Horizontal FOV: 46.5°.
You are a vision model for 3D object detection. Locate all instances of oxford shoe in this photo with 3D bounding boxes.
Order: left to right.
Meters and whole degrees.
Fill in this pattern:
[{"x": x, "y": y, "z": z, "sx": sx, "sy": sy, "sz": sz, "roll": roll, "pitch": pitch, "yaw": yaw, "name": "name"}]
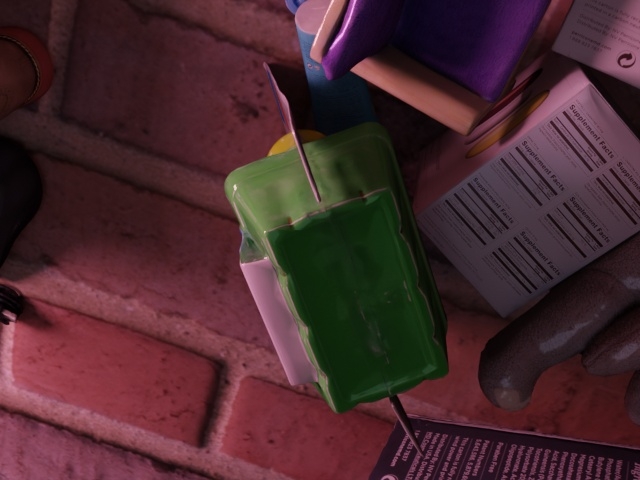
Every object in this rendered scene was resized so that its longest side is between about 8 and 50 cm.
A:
[{"x": -0.489, "y": -0.148, "z": 0.884, "sx": 0.348, "sy": 0.130, "sz": 0.123, "roll": -24, "pitch": 111, "yaw": 20, "name": "oxford shoe"}]

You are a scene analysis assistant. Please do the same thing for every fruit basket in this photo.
[{"x": 0.000, "y": 0.000, "z": 0.757, "sx": 0.166, "sy": 0.353, "sz": 0.327, "roll": -23, "pitch": 114, "yaw": -6, "name": "fruit basket"}]

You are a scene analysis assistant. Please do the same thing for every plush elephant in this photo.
[{"x": 0.360, "y": 0.084, "z": 0.781, "sx": 0.330, "sy": 0.272, "sz": 0.255, "roll": -39, "pitch": 101, "yaw": 21, "name": "plush elephant"}]

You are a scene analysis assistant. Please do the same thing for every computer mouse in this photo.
[{"x": -0.456, "y": -0.010, "z": 0.983, "sx": 0.189, "sy": 0.072, "sz": 0.272, "roll": 31, "pitch": 118, "yaw": -6, "name": "computer mouse"}]

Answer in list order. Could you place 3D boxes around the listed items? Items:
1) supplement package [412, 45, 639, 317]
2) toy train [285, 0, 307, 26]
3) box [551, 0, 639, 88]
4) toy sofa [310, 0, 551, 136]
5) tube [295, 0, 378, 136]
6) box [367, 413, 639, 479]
[{"x": 0.220, "y": -0.070, "z": 0.769, "sx": 0.203, "sy": 0.194, "sz": 0.149, "roll": -38, "pitch": 104, "yaw": 24, "name": "supplement package"}, {"x": 0.025, "y": -0.295, "z": 0.755, "sx": 0.105, "sy": 0.080, "sz": 0.184, "roll": 10, "pitch": 119, "yaw": -4, "name": "toy train"}, {"x": 0.334, "y": -0.223, "z": 0.651, "sx": 0.181, "sy": 0.119, "sz": 0.181, "roll": 32, "pitch": 131, "yaw": 18, "name": "box"}, {"x": 0.135, "y": -0.268, "z": 0.593, "sx": 0.150, "sy": 0.177, "sz": 0.362, "roll": 33, "pitch": 131, "yaw": 14, "name": "toy sofa"}, {"x": 0.018, "y": -0.165, "z": 0.796, "sx": 0.080, "sy": 0.052, "sz": 0.207, "roll": 4, "pitch": 151, "yaw": 13, "name": "tube"}, {"x": 0.308, "y": 0.516, "z": 0.940, "sx": 0.472, "sy": 0.297, "sz": 0.479, "roll": 1, "pitch": 118, "yaw": 25, "name": "box"}]
